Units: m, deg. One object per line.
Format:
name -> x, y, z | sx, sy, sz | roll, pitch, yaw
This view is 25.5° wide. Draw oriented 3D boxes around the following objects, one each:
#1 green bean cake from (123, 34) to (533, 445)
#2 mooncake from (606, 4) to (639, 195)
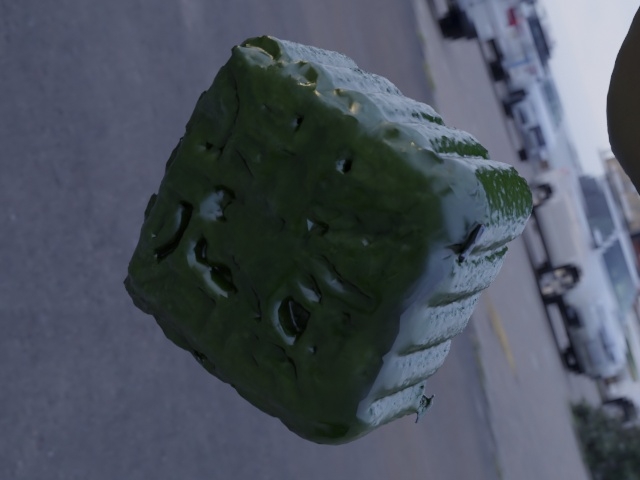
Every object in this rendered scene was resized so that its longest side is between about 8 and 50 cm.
green bean cake -> 0.000, 0.000, 1.075 | 0.247, 0.250, 0.156 | 37, 19, 21
mooncake -> 0.522, -0.165, 1.425 | 0.262, 0.467, 0.467 | 26, 36, -26
